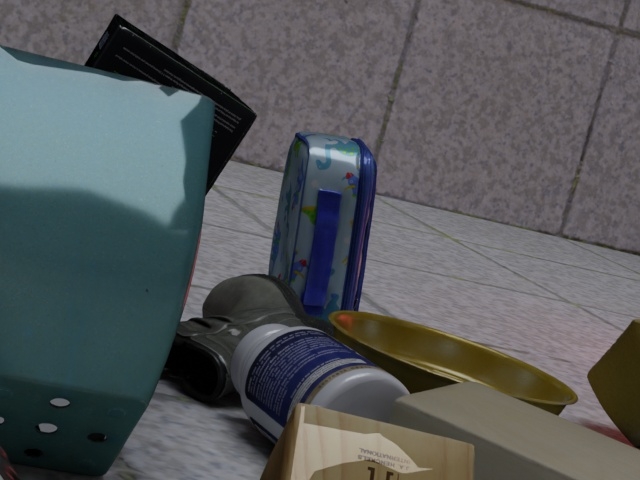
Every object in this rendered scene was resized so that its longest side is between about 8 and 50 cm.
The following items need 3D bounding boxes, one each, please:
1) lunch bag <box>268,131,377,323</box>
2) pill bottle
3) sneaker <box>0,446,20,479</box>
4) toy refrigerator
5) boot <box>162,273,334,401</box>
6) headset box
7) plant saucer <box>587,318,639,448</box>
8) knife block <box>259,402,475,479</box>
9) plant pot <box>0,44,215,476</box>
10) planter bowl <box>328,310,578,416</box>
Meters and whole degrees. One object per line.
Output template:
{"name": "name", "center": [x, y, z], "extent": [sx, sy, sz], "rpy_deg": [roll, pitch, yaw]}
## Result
{"name": "lunch bag", "center": [0.000, 0.000, 1.611], "extent": [0.090, 0.219, 0.176], "rpy_deg": [8, 7, -6]}
{"name": "pill bottle", "center": [-0.005, 0.120, 1.188], "extent": [0.094, 0.094, 0.169], "rpy_deg": [11, 9, -29]}
{"name": "sneaker", "center": [-0.311, 0.113, 0.635], "extent": [0.384, 0.145, 0.147], "rpy_deg": [15, 38, -21]}
{"name": "toy refrigerator", "center": [0.175, 0.190, 1.062], "extent": [0.269, 0.094, 0.102], "rpy_deg": [20, 16, 36]}
{"name": "boot", "center": [-0.091, 0.081, 1.389], "extent": [0.161, 0.083, 0.246], "rpy_deg": [4, 11, -31]}
{"name": "headset box", "center": [-0.192, -0.034, 1.296], "extent": [0.131, 0.283, 0.246], "rpy_deg": [32, 5, -12]}
{"name": "plant saucer", "center": [0.429, 0.157, 1.434], "extent": [0.332, 0.081, 0.333], "rpy_deg": [7, -13, 4]}
{"name": "knife block", "center": [0.001, 0.210, 0.672], "extent": [0.088, 0.242, 0.276], "rpy_deg": [15, -37, -8]}
{"name": "plant pot", "center": [-0.173, 0.024, 1.027], "extent": [0.165, 0.166, 0.234], "rpy_deg": [12, 50, -19]}
{"name": "planter bowl", "center": [0.097, 0.136, 1.285], "extent": [0.217, 0.090, 0.217], "rpy_deg": [17, 6, -2]}
